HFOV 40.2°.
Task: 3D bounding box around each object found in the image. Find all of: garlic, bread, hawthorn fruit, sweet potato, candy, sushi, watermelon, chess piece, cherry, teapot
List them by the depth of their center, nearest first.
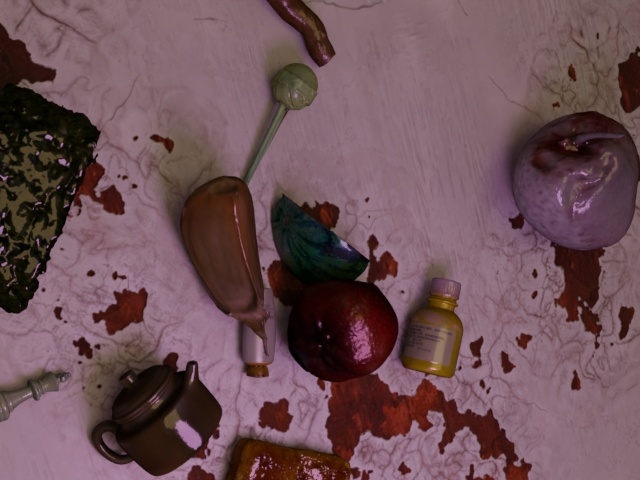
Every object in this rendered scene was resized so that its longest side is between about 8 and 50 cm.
[{"bbox_3d":[-0.511,-0.069,1.422,0.178,0.294,0.352,24,76,-25],"label":"sushi"},{"bbox_3d":[-0.516,0.269,1.560,0.149,0.059,0.059,-22,101,-35],"label":"chess piece"},{"bbox_3d":[-0.311,0.315,1.607,0.268,0.185,0.175,-35,104,12],"label":"teapot"},{"bbox_3d":[-0.175,0.042,1.679,0.151,0.196,0.338,-13,105,-16],"label":"garlic"},{"bbox_3d":[-0.105,-0.211,1.792,0.092,0.093,0.335,24,85,16],"label":"candy"},{"bbox_3d":[-0.001,0.014,1.798,0.231,0.146,0.128,40,72,-26],"label":"watermelon"},{"bbox_3d":[-0.063,0.492,1.803,0.271,0.077,0.139,21,82,-31],"label":"bread"},{"bbox_3d":[0.064,0.185,1.806,0.266,0.230,0.210,1,60,-52],"label":"hawthorn fruit"},{"bbox_3d":[-0.064,-0.488,1.812,0.281,0.059,0.067,49,59,-22],"label":"sweet potato"},{"bbox_3d":[0.606,-0.128,2.067,0.326,0.291,0.334,-26,118,-45],"label":"cherry"}]

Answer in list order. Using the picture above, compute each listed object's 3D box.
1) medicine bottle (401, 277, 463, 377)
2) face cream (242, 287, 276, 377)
[{"bbox_3d":[0.261,0.193,1.962,0.122,0.122,0.212,18,80,-29],"label":"medicine bottle"},{"bbox_3d":[-0.124,0.188,1.781,0.072,0.051,0.182,4,89,-34],"label":"face cream"}]
